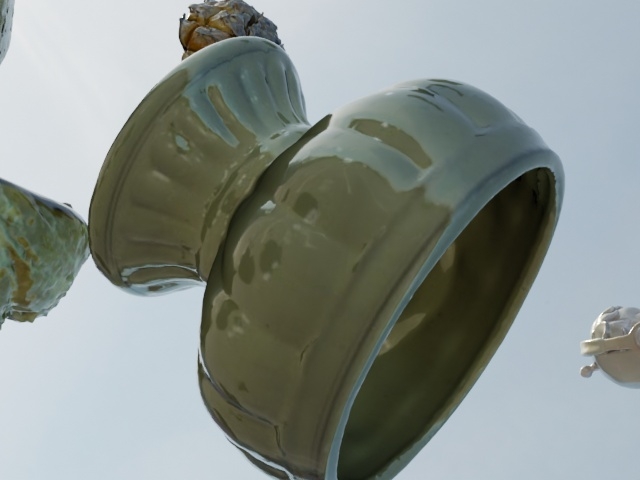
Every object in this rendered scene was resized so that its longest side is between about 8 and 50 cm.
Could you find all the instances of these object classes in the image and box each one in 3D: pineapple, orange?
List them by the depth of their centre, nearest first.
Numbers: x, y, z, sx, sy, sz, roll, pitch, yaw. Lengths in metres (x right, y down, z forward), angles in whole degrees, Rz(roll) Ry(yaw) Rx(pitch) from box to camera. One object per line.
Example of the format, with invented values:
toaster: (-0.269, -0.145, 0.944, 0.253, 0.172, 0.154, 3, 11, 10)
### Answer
orange: (-0.442, 0.002, 1.291, 0.271, 0.368, 0.210, -22, -131, 58)
pineapple: (-0.090, -0.213, 1.451, 0.076, 0.225, 0.225, -18, -87, 29)

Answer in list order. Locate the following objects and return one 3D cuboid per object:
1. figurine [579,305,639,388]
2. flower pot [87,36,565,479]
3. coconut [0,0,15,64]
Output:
figurine: (0.462, 0.127, 1.615, 0.236, 0.162, 0.141, -20, -104, 32)
flower pot: (0.000, 0.000, 0.819, 0.244, 0.307, 0.307, 34, -52, 22)
coconut: (-0.495, -0.291, 1.272, 0.352, 0.352, 0.353, 20, -61, 40)
